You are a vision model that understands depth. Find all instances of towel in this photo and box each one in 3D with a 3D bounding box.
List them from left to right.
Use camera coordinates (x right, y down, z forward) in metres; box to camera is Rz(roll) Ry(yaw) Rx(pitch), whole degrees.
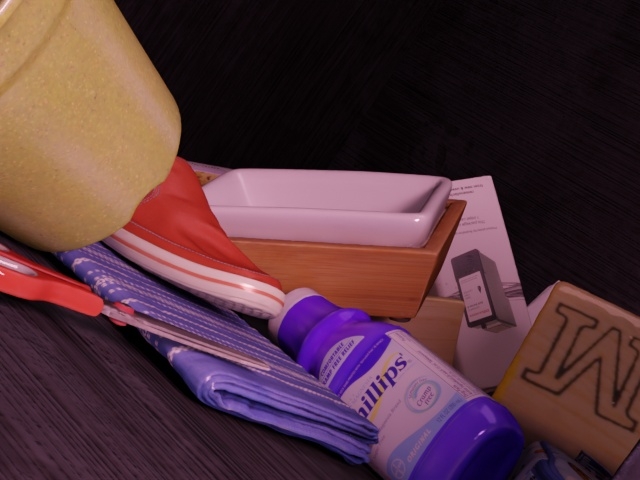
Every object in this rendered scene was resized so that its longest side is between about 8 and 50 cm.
[{"bbox_3d":[-0.119,0.076,1.068,0.336,0.040,0.243,34,3,40],"label":"towel"}]

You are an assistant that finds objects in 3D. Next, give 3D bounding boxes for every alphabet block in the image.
[{"bbox_3d":[0.293,0.198,1.332,0.197,0.193,0.192,27,-36,15],"label":"alphabet block"}]

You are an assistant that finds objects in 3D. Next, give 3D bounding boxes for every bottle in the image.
[{"bbox_3d":[0.056,0.137,1.134,0.283,0.118,0.092,38,4,42],"label":"bottle"}]

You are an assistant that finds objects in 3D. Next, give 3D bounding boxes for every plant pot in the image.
[{"bbox_3d":[-0.247,-0.127,0.948,0.276,0.276,0.254,37,-9,40],"label":"plant pot"}]

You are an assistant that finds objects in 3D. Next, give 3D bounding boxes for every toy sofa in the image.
[{"bbox_3d":[0.034,0.105,1.550,0.150,0.177,0.362,8,12,-19],"label":"toy sofa"}]

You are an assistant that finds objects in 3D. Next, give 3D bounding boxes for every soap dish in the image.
[{"bbox_3d":[0.000,0.000,1.329,0.291,0.118,0.229,4,15,13],"label":"soap dish"}]

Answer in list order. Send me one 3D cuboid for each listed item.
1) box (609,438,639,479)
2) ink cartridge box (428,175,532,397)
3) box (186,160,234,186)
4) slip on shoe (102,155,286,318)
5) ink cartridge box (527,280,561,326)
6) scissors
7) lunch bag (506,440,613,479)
[{"bbox_3d":[0.440,0.208,0.689,0.472,0.480,0.297,37,1,30],"label":"box"},{"bbox_3d":[0.175,0.079,1.602,0.198,0.115,0.272,125,-46,-69],"label":"ink cartridge box"},{"bbox_3d":[-0.126,-0.061,1.615,0.324,0.067,0.063,11,11,5],"label":"box"},{"bbox_3d":[-0.151,-0.030,1.154,0.331,0.101,0.123,35,3,35],"label":"slip on shoe"},{"bbox_3d":[0.447,0.276,1.746,0.395,0.166,0.285,32,-30,41],"label":"ink cartridge box"},{"bbox_3d":[-0.152,0.049,0.847,0.297,0.021,0.109,27,0,-20],"label":"scissors"},{"bbox_3d":[0.260,0.289,1.083,0.243,0.115,0.303,38,4,11],"label":"lunch bag"}]
